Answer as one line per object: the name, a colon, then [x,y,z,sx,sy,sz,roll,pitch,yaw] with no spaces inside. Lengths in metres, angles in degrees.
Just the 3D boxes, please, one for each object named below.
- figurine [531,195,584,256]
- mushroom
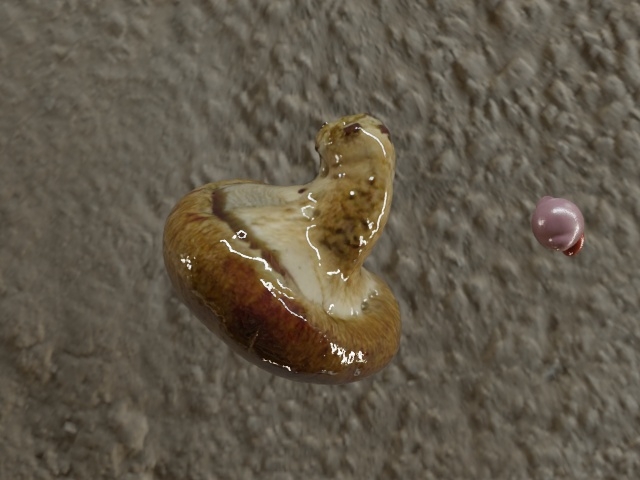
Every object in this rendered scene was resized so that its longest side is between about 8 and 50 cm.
figurine: [0.306,-0.023,1.469,0.071,0.083,0.067,2,143,-44]
mushroom: [-0.029,0.023,1.163,0.267,0.267,0.255,8,134,-4]
